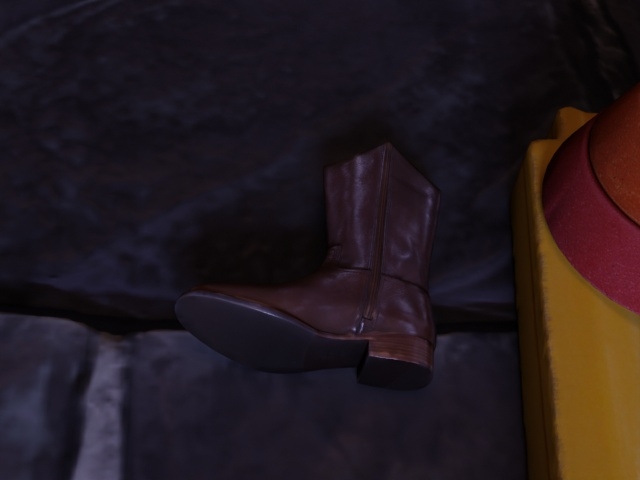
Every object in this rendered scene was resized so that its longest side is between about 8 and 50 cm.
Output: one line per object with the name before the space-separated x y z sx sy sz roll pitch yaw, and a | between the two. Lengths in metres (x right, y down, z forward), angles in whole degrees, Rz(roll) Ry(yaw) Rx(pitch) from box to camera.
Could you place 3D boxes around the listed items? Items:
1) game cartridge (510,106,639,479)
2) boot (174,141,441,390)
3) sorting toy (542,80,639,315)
game cartridge | 0.240 0.071 0.409 0.323 0.053 0.285 9 48 -4
boot | 0.000 0.000 0.434 0.106 0.037 0.114 17 50 -13
sorting toy | 0.237 0.027 0.336 0.127 0.126 0.365 -30 58 -30
